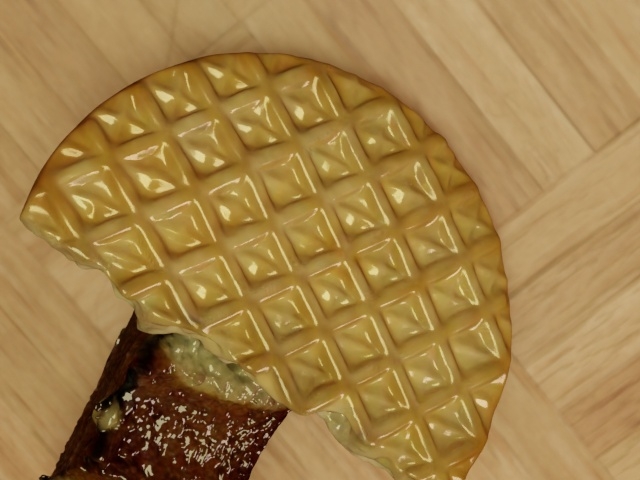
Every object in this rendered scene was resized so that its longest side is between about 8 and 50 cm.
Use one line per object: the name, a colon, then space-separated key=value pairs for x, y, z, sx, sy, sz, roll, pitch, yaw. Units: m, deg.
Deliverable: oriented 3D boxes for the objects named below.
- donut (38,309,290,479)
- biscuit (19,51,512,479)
donut: x=-0.081 y=0.091 z=0.887 sx=0.126 sy=0.144 sz=0.186 roll=31 pitch=67 yaw=-9
biscuit: x=0.000 y=0.000 z=0.839 sx=0.309 sy=0.040 sz=0.204 roll=36 pitch=70 yaw=-14
